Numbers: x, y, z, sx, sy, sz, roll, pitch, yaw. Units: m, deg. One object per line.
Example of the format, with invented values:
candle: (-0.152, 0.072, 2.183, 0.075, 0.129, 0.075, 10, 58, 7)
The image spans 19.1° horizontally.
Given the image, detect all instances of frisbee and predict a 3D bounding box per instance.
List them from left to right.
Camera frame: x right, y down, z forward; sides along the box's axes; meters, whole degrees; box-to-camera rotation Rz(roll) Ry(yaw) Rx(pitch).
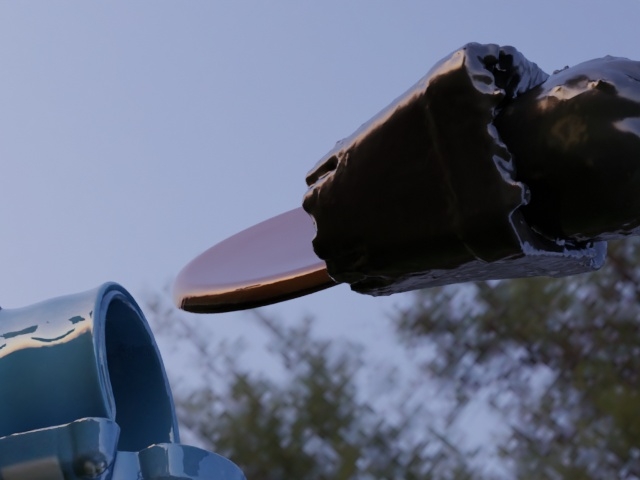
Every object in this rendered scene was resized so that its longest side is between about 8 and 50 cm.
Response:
frisbee: (0.000, 0.000, 1.479, 0.251, 0.251, 0.021, -6, -73, 45)

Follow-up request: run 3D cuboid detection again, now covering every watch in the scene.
watch: (-0.165, 0.123, 1.316, 0.211, 0.193, 0.211, -4, -39, -3)

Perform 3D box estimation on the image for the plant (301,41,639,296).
plant: (0.117, -0.045, 1.233, 0.256, 0.164, 0.142, -14, -104, 26)
